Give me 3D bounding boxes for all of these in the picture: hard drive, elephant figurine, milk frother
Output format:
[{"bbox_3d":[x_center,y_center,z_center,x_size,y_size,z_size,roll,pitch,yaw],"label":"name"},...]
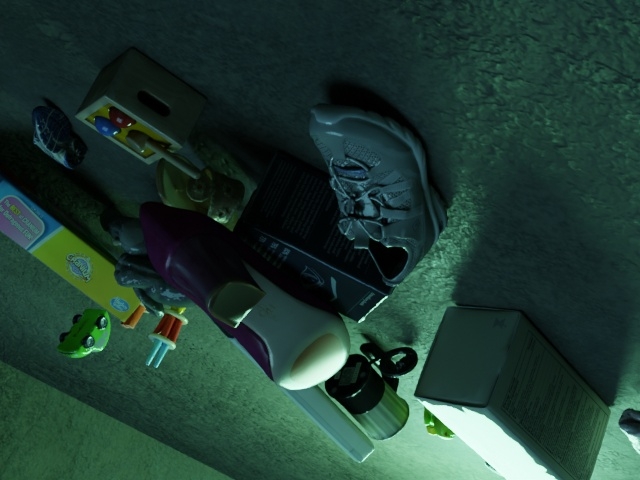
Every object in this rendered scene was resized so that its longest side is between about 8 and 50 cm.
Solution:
[{"bbox_3d":[-0.071,0.193,1.986,0.353,0.047,0.233,49,174,-36],"label":"hard drive"},{"bbox_3d":[-0.235,0.026,1.881,0.169,0.186,0.239,-2,174,-15],"label":"elephant figurine"},{"bbox_3d":[0.107,0.239,1.998,0.143,0.129,0.135,12,152,46],"label":"milk frother"}]

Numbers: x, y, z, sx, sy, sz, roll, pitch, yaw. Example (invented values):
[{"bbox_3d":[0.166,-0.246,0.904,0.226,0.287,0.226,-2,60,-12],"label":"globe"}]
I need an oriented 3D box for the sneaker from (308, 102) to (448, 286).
[{"bbox_3d":[0.064,-0.047,1.396,0.105,0.115,0.281,9,154,36],"label":"sneaker"}]

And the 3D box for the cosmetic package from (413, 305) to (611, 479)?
[{"bbox_3d":[0.275,0.230,1.765,0.129,0.153,0.296,3,148,42],"label":"cosmetic package"}]

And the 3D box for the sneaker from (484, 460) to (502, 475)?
[{"bbox_3d":[0.290,0.316,2.035,0.226,0.086,0.163,32,155,-20],"label":"sneaker"}]

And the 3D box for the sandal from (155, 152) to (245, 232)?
[{"bbox_3d":[-0.132,-0.061,1.639,0.079,0.088,0.240,-9,163,14],"label":"sandal"}]

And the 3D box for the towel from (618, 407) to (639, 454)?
[{"bbox_3d":[0.620,0.342,1.783,0.317,0.053,0.332,7,152,38],"label":"towel"}]

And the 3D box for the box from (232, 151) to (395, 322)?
[{"bbox_3d":[0.000,0.000,1.587,0.207,0.108,0.153,27,159,-5],"label":"box"}]

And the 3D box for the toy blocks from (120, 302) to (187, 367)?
[{"bbox_3d":[-0.294,0.140,2.179,0.123,0.148,0.054,17,157,20],"label":"toy blocks"}]

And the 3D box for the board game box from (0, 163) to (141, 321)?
[{"bbox_3d":[-0.436,-0.021,1.957,0.316,0.064,0.242,43,175,-39],"label":"board game box"}]

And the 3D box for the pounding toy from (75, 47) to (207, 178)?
[{"bbox_3d":[-0.205,-0.140,1.496,0.141,0.100,0.130,34,158,-21],"label":"pounding toy"}]

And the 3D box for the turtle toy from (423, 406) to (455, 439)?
[{"bbox_3d":[0.195,0.261,1.978,0.066,0.130,0.095,-4,126,16],"label":"turtle toy"}]

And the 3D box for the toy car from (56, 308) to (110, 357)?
[{"bbox_3d":[-0.350,0.115,2.053,0.239,0.225,0.053,1,133,33],"label":"toy car"}]

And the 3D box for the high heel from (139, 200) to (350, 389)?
[{"bbox_3d":[-0.087,0.066,1.605,0.181,0.127,0.377,47,178,34],"label":"high heel"}]

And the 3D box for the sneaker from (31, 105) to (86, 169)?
[{"bbox_3d":[-0.379,-0.145,1.747,0.058,0.052,0.135,21,158,21],"label":"sneaker"}]
